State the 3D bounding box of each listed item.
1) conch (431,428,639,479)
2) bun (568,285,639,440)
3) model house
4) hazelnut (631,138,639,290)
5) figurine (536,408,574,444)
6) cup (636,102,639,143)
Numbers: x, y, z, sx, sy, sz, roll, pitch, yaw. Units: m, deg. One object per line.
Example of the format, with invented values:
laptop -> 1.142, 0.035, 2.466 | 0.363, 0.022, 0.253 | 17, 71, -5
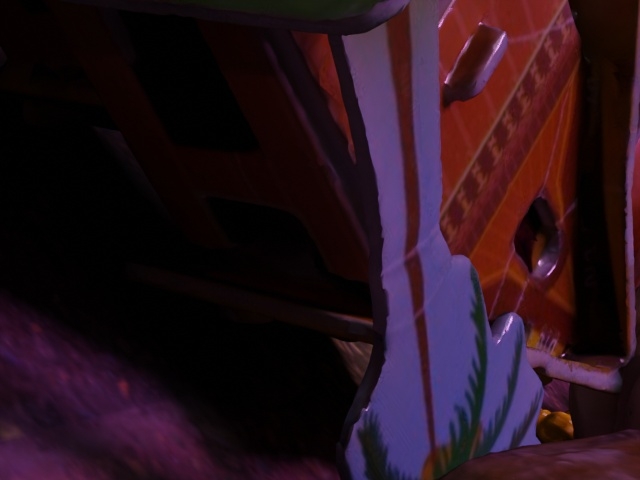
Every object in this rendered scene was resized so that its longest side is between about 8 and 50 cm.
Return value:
conch -> 0.096, 0.151, 0.517 | 0.263, 0.186, 0.324 | 49, 22, -13
bun -> 0.192, 0.104, 0.865 | 0.133, 0.231, 0.231 | 1, 43, -41
model house -> -0.037, -0.017, 0.767 | 0.300, 0.340, 0.323 | 10, -34, 34
hazelnut -> 0.130, -0.037, 1.134 | 0.182, 0.182, 0.182 | 40, 16, -14
figurine -> 0.167, 0.088, 1.058 | 0.115, 0.094, 0.156 | 19, 28, 9
cup -> 0.060, -0.130, 0.969 | 0.202, 0.255, 0.173 | 31, 31, 27
